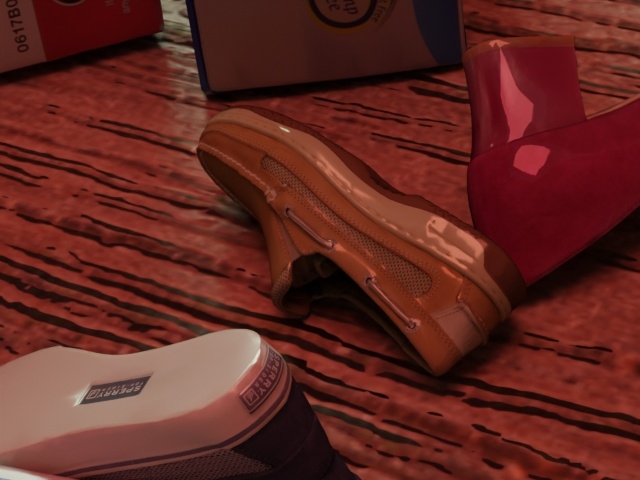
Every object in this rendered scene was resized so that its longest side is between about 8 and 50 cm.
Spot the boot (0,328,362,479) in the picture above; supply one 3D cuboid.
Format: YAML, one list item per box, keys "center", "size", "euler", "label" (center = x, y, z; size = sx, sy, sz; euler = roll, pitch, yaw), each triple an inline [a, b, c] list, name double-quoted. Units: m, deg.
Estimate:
- center: [-0.072, 0.091, 0.740]
  size: [0.190, 0.086, 0.069]
  euler: [-8, 35, 43]
  label: "boot"

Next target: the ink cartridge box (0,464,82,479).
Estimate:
- center: [-0.189, 0.147, 0.684]
  size: [0.333, 0.065, 0.165]
  euler: [7, 40, 20]
  label: "ink cartridge box"

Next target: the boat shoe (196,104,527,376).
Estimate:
- center: [0.000, 0.000, 0.845]
  size: [0.190, 0.068, 0.072]
  euler: [30, 74, 40]
  label: "boat shoe"

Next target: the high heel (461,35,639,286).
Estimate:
- center: [0.185, -0.038, 0.874]
  size: [0.244, 0.082, 0.117]
  euler: [-2, 75, -19]
  label: "high heel"

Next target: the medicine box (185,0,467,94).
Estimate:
- center: [-0.016, -0.269, 1.021]
  size: [0.149, 0.263, 0.289]
  euler: [-7, 38, 1]
  label: "medicine box"

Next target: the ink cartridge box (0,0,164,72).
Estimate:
- center: [-0.256, -0.191, 0.993]
  size: [0.306, 0.226, 0.131]
  euler: [-17, 38, -11]
  label: "ink cartridge box"
